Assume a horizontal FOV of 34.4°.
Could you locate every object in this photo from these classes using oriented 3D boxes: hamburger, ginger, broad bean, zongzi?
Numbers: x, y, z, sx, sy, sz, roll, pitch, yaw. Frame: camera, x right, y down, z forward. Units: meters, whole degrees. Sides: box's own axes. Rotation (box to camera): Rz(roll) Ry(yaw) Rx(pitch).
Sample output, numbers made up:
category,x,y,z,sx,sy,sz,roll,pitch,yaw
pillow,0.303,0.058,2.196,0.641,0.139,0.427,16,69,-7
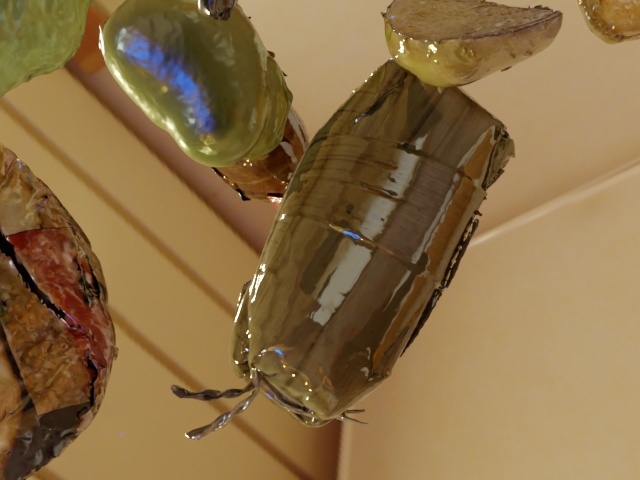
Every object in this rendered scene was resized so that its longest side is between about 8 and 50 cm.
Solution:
category,x,y,z,sx,sy,sz,roll,pitch,yaw
hamburger,-0.213,0.052,0.502,0.230,0.107,0.231,8,-121,-14
ginger,-0.143,-0.248,1.642,0.418,0.176,0.254,47,-122,-20
broad bean,-0.103,-0.141,0.884,0.174,0.124,0.082,52,-172,-14
hamburger,0.393,-0.321,1.291,0.083,0.147,0.138,83,169,-85
zongzi,0.012,0.050,1.310,0.218,0.500,0.467,30,170,-3

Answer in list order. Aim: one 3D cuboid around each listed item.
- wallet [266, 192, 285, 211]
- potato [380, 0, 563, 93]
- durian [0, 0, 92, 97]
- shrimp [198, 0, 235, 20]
category,x,y,z,sx,sy,sz,roll,pitch,yaw
wallet,0.000,0.000,1.599,0.196,0.103,0.020,52,-119,-29
potato,0.138,-0.178,0.995,0.100,0.172,0.089,-47,-39,-37
durian,-0.194,-0.106,0.404,0.250,0.101,0.139,-19,-99,-42
shrimp,-0.021,-0.197,0.460,0.051,0.217,0.150,-2,-153,-29
